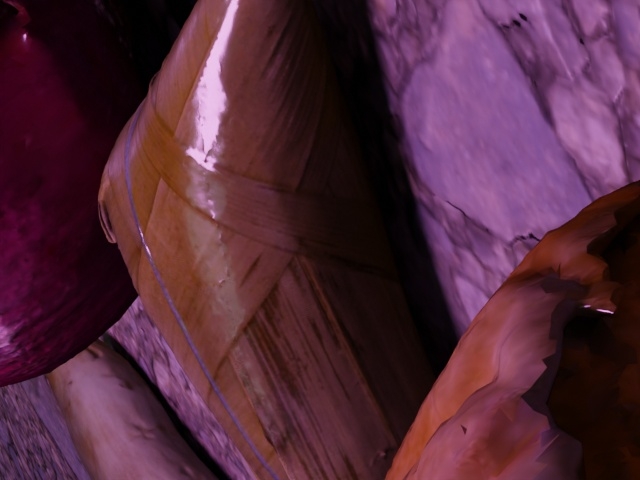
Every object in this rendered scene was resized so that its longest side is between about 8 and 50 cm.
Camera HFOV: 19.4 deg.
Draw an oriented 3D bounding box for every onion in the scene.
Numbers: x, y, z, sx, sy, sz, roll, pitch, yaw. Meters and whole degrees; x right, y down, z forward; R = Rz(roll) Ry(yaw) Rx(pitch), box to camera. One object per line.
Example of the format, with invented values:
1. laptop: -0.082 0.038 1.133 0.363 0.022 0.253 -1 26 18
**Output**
1. onion: -0.278 -0.051 1.040 0.348 0.385 0.348 60 -179 -1

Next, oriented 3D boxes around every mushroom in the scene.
1. mushroom: -0.109 0.192 1.340 0.333 0.087 0.107 48 150 46

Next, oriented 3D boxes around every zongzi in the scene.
1. zongzi: 0.000 0.000 0.829 0.228 0.115 0.256 57 150 13

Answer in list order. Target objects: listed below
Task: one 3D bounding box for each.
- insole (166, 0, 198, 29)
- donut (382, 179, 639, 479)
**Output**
1. insole: -0.043 -0.172 0.855 0.109 0.007 0.322 57 158 14
2. donut: 0.142 0.125 0.368 0.317 0.299 0.150 32 135 15
